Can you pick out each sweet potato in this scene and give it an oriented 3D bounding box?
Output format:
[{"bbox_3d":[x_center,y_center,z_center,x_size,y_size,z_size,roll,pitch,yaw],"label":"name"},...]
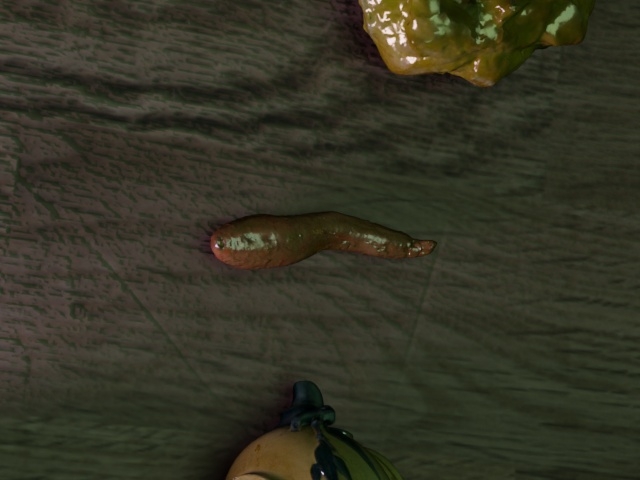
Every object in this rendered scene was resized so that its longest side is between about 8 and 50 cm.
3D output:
[{"bbox_3d":[0.000,0.000,1.499,0.214,0.050,0.050,-2,89,-25],"label":"sweet potato"}]

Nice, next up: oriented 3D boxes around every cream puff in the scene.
[{"bbox_3d":[0.143,-0.270,1.491,0.282,0.185,0.282,0,89,-25],"label":"cream puff"}]

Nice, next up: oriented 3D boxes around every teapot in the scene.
[{"bbox_3d":[0.016,0.249,1.442,0.182,0.173,0.269,-11,74,-46],"label":"teapot"}]
